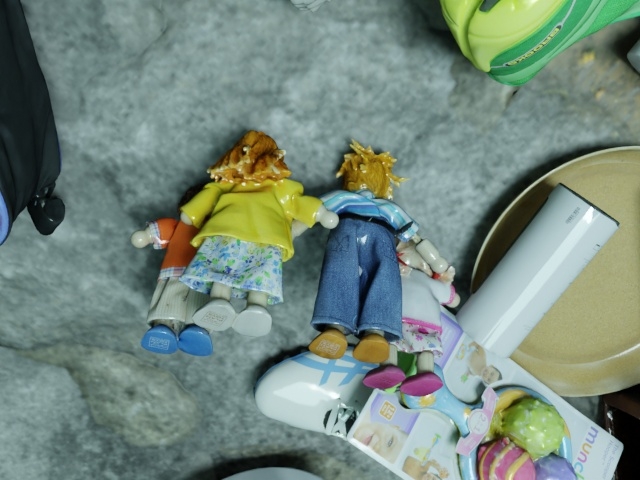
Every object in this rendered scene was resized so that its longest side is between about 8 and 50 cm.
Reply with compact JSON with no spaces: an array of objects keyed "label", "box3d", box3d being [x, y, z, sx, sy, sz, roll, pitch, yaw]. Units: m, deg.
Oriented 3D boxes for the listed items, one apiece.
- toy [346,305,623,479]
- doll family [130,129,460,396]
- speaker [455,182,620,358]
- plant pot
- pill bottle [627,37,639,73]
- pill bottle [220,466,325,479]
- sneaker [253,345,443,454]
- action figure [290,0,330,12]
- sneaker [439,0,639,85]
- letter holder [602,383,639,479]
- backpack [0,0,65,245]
[{"label":"toy","box3d":[0.153,0.167,0.515,0.237,0.056,0.137,36,72,-8]},{"label":"doll family","box3d":[0.000,0.000,0.454,0.262,0.163,0.118,13,144,-11]},{"label":"speaker","box3d":[0.166,0.026,0.494,0.055,0.055,0.136,28,109,-16]},{"label":"plant pot","box3d":[0.241,0.030,0.550,0.236,0.032,0.237,-2,114,-5]},{"label":"pill bottle","box3d":[0.295,-0.175,0.434,0.087,0.087,0.160,32,108,-17]},{"label":"pill bottle","box3d":[-0.026,0.428,0.594,0.228,0.229,0.408,-9,114,-1]},{"label":"sneaker","box3d":[0.058,0.154,0.560,0.237,0.086,0.085,13,114,-9]},{"label":"action figure","box3d":[-0.014,-0.225,0.348,0.275,0.164,0.141,-20,81,-5]},{"label":"sneaker","box3d":[0.195,-0.223,0.410,0.295,0.109,0.123,-42,152,2]},{"label":"letter holder","box3d":[0.432,0.237,0.553,0.301,0.152,0.215,-3,90,-3]},{"label":"backpack","box3d":[-0.317,-0.098,0.361,0.263,0.213,0.277,2,117,6]}]
